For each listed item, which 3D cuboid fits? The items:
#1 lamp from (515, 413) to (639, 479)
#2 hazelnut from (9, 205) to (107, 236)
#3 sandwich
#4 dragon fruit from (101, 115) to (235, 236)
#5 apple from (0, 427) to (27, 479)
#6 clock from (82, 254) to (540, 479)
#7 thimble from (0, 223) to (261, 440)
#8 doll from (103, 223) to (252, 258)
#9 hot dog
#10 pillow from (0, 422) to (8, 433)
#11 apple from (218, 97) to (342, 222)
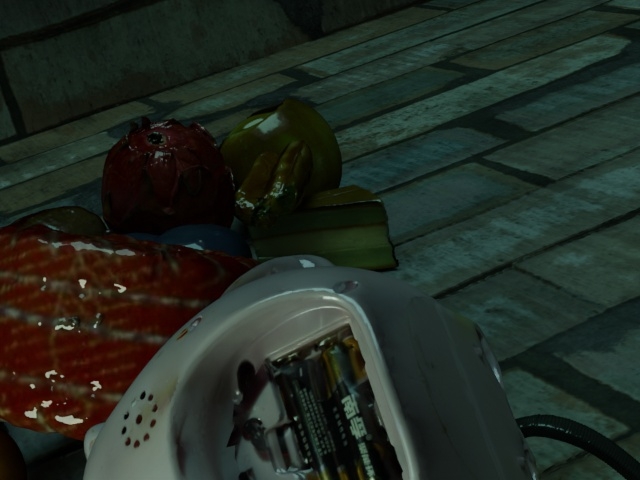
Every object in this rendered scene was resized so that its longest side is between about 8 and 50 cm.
[{"bbox_3d":[0.223,0.202,1.239,0.283,0.124,0.203,-3,12,24],"label":"lamp"},{"bbox_3d":[-0.443,0.043,2.142,0.181,0.181,0.212,34,48,29],"label":"hazelnut"},{"bbox_3d":[0.000,0.000,1.967,0.187,0.117,0.144,-18,16,-10],"label":"sandwich"},{"bbox_3d":[-0.250,-0.075,2.163,0.241,0.252,0.241,-5,64,9],"label":"dragon fruit"},{"bbox_3d":[-0.410,0.272,1.467,0.163,0.163,0.139,-12,-5,9],"label":"apple"},{"bbox_3d":[-0.036,0.202,1.106,0.376,0.368,0.250,-27,-25,18],"label":"clock"},{"bbox_3d":[-0.248,0.106,1.544,0.350,0.231,0.350,9,-1,0],"label":"thimble"},{"bbox_3d":[-0.225,0.051,1.985,0.258,0.154,0.228,0,20,21],"label":"doll"},{"bbox_3d":[-0.071,-0.084,1.978,0.115,0.072,0.269,-12,19,14],"label":"hot dog"},{"bbox_3d":[-0.569,0.223,1.817,0.228,0.101,0.326,-18,21,-17],"label":"pillow"},{"bbox_3d":[-0.076,-0.138,2.277,0.237,0.208,0.237,-15,17,4],"label":"apple"}]
